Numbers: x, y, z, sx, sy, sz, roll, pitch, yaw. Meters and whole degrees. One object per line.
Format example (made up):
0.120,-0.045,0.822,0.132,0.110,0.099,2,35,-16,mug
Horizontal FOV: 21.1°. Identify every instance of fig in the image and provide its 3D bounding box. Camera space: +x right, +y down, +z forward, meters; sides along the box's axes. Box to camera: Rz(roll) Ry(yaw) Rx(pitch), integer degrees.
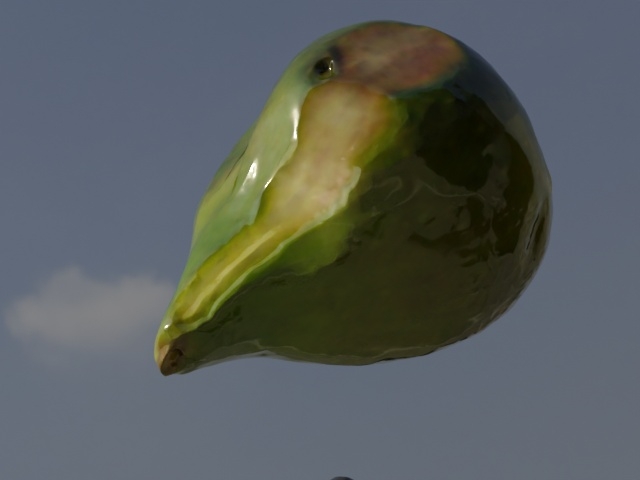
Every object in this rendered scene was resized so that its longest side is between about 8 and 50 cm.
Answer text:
0.000,0.000,1.018,0.275,0.206,0.206,-38,-17,-27,fig

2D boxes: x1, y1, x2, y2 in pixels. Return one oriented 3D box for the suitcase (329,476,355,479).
0.142,0.266,1.468,0.206,0.066,0.285,-1,-20,29,suitcase
